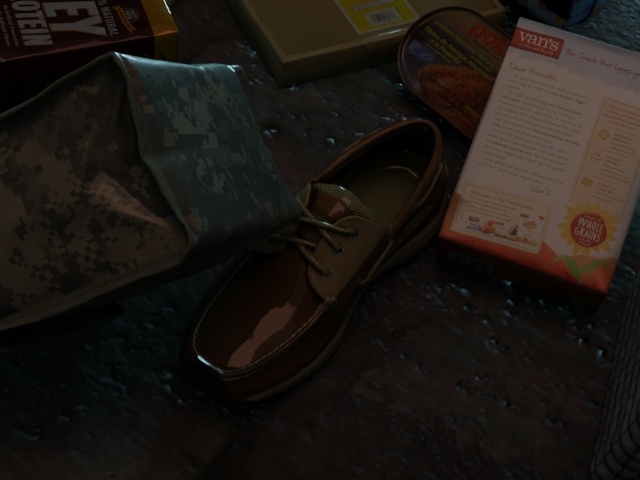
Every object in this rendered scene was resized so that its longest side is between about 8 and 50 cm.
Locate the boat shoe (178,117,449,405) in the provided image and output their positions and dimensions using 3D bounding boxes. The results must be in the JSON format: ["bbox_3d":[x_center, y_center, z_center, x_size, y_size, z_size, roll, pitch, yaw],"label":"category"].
[{"bbox_3d":[0.000,0.000,1.050,0.123,0.120,0.324,31,53,18],"label":"boat shoe"}]

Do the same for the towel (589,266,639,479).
[{"bbox_3d":[0.330,0.055,0.973,0.121,0.235,0.283,21,51,3],"label":"towel"}]

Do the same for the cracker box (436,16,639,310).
[{"bbox_3d":[0.216,-0.071,1.120,0.156,0.067,0.232,20,75,9],"label":"cracker box"}]

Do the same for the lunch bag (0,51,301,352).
[{"bbox_3d":[-0.195,-0.015,0.927,0.287,0.235,0.169,-22,89,18],"label":"lunch bag"}]

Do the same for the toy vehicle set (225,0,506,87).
[{"bbox_3d":[0.045,-0.259,1.331,0.267,0.035,0.166,-16,53,-19],"label":"toy vehicle set"}]

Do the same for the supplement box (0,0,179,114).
[{"bbox_3d":[-0.237,-0.139,1.092,0.194,0.191,0.129,-12,53,-18],"label":"supplement box"}]

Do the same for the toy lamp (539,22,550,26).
[{"bbox_3d":[0.305,-0.113,1.215,0.080,0.080,0.275,-30,57,-28],"label":"toy lamp"}]

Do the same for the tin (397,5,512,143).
[{"bbox_3d":[0.161,-0.158,1.228,0.106,0.040,0.190,-49,64,6],"label":"tin"}]

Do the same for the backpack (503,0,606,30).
[{"bbox_3d":[0.255,-0.306,1.315,0.117,0.158,0.173,-10,46,-23],"label":"backpack"}]
